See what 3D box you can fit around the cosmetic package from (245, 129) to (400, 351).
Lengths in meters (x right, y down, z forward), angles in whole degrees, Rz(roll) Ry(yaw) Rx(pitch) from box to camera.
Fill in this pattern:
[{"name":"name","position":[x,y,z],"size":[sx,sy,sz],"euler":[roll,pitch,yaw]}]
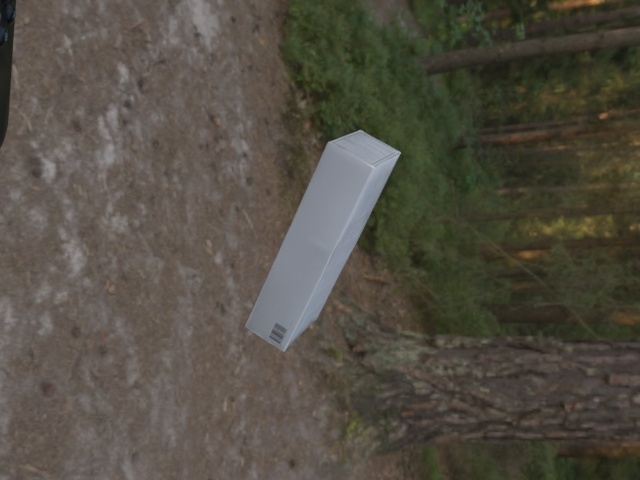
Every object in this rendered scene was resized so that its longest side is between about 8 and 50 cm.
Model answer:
[{"name":"cosmetic package","position":[0.000,0.000,0.757],"size":[0.099,0.060,0.239],"euler":[-32,150,-62]}]

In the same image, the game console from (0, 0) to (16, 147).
[{"name":"game console","position":[-0.152,-0.123,0.377],"size":[0.293,0.173,0.250],"euler":[-100,-158,-68]}]
